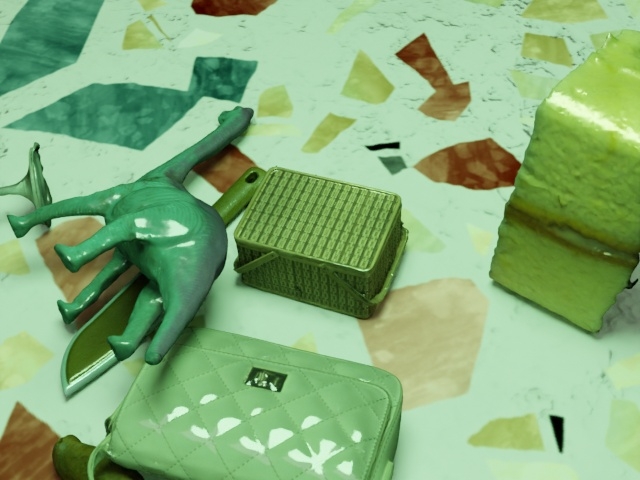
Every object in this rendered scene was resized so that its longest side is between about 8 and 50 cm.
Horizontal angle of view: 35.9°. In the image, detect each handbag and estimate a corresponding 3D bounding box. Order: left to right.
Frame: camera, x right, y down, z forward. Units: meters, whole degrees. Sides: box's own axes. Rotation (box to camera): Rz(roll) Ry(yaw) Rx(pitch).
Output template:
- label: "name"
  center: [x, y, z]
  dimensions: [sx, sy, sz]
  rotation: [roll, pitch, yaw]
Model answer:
- label: "handbag"
  center: [-0.062, 0.174, 0.837]
  dimensions: [0.256, 0.079, 0.219]
  rotation: [11, 33, 13]

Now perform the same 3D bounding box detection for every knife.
- label: "knife"
  center: [-0.154, 0.033, 1.035]
  dimensions: [0.061, 0.027, 0.343]
  rotation: [29, 57, 23]

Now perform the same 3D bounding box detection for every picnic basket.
- label: "picnic basket"
  center: [0.000, 0.000, 1.017]
  dimensions: [0.164, 0.079, 0.115]
  rotation: [14, 51, 15]

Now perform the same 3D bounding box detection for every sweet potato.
- label: "sweet potato"
  center: [-0.177, 0.248, 0.827]
  dimensions: [0.081, 0.062, 0.233]
  rotation: [-15, 47, -8]

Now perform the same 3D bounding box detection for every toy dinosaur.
- label: "toy dinosaur"
  center: [-0.116, -0.032, 0.996]
  dimensions: [0.331, 0.129, 0.383]
  rotation: [-32, 34, -24]

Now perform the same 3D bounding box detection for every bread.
- label: "bread"
  center: [0.241, -0.044, 0.917]
  dimensions: [0.142, 0.266, 0.178]
  rotation: [-10, 49, -10]

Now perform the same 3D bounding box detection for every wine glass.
- label: "wine glass"
  center: [-0.390, -0.050, 1.071]
  dimensions: [0.183, 0.122, 0.122]
  rotation: [-10, 49, -10]
